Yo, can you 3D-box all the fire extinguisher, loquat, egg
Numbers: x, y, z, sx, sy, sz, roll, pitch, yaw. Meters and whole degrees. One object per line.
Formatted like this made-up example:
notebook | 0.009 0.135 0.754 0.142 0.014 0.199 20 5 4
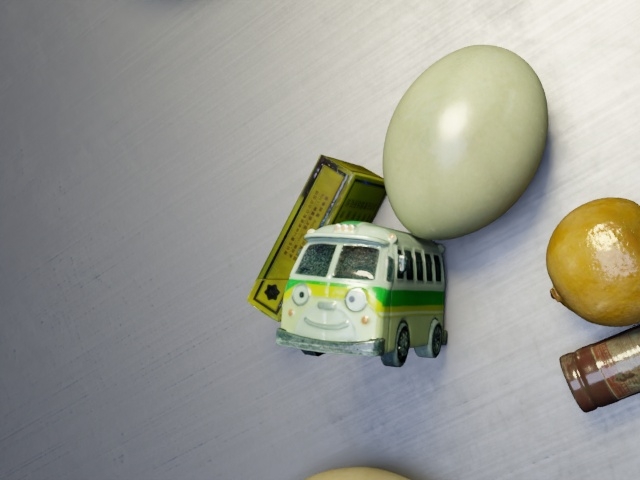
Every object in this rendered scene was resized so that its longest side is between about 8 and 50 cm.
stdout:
fire extinguisher | 0.402 0.122 0.921 0.252 0.106 0.075 -27 77 22
loquat | 0.340 0.024 0.935 0.163 0.137 0.163 -10 72 31
egg | 0.174 -0.118 0.982 0.186 0.186 0.253 26 84 22

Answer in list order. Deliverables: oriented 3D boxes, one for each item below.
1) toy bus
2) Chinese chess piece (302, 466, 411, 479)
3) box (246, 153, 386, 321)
toy bus | 0.063 0.063 0.987 0.133 0.276 0.165 3 87 24
Chinese chess piece | 0.051 0.467 1.043 0.337 0.140 0.338 -2 84 19
box | 0.000 0.000 1.087 0.064 0.141 0.220 30 102 21
